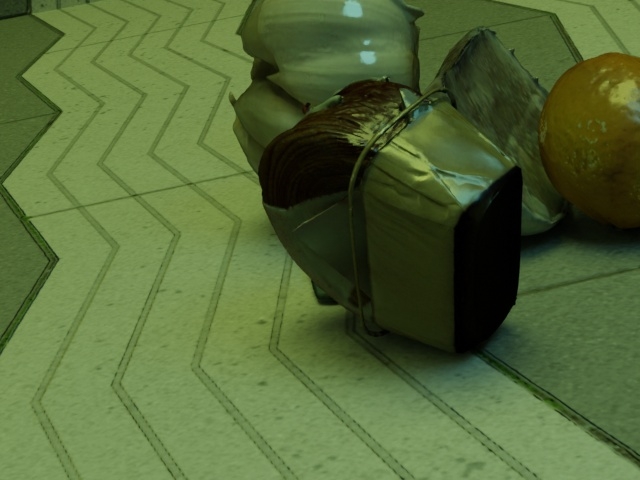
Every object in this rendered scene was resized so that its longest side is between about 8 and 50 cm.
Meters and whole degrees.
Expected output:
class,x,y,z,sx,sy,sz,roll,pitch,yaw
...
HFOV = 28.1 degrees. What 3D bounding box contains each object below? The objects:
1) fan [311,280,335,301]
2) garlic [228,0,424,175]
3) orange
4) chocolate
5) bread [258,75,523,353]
class,x,y,z,sx,sy,sz,roll,pitch,yaw
fan,0.000,0.000,1.264,0.057,0.023,0.282,-14,23,-6
garlic,0.001,-0.126,1.277,0.203,0.184,0.281,7,-13,10
orange,0.289,-0.092,1.175,0.178,0.155,0.177,23,25,-11
chocolate,0.168,-0.104,1.275,0.100,0.185,0.303,-31,9,23
bread,0.051,-0.020,1.007,0.212,0.224,0.142,29,55,29
